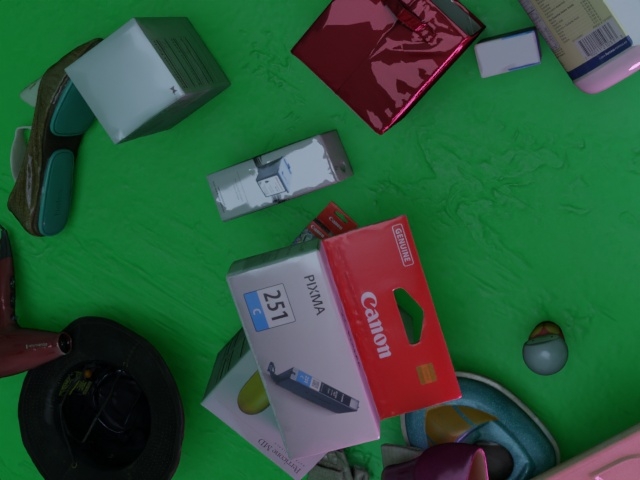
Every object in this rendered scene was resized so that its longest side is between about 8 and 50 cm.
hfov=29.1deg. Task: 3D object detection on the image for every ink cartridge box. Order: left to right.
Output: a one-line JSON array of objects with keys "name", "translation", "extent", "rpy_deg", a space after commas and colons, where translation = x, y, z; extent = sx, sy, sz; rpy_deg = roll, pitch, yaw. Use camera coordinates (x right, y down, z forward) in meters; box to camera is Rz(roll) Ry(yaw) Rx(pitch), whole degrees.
[{"name": "ink cartridge box", "translation": [-0.060, -0.100, 1.889], "extent": [0.190, 0.139, 0.082], "rpy_deg": [-21, 93, 14]}, {"name": "ink cartridge box", "translation": [0.000, 0.000, 1.951], "extent": [0.063, 0.029, 0.115], "rpy_deg": [42, 106, 1]}, {"name": "ink cartridge box", "translation": [0.037, 0.139, 1.732], "extent": [0.261, 0.066, 0.296], "rpy_deg": [-16, 105, 8]}, {"name": "ink cartridge box", "translation": [0.276, -0.277, 1.800], "extent": [0.088, 0.122, 0.052], "rpy_deg": [-12, 101, 14]}]

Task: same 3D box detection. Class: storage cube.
[{"name": "storage cube", "translation": [0.100, -0.294, 1.789], "extent": [0.183, 0.215, 0.193], "rpy_deg": [43, 111, 1]}]

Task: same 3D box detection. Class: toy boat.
[{"name": "toy boat", "translation": [0.271, 0.259, 1.882], "extent": [0.267, 0.148, 0.318], "rpy_deg": [34, 105, 4]}]

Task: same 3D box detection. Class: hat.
[{"name": "hat", "translation": [-0.329, 0.288, 2.010], "extent": [0.331, 0.134, 0.331], "rpy_deg": [-4, 80, 27]}]

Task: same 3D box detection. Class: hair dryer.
[{"name": "hair dryer", "translation": [-0.526, 0.118, 2.018], "extent": [0.293, 0.080, 0.224], "rpy_deg": [33, 107, 22]}]

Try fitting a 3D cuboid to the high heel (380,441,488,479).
[{"name": "high heel", "translation": [0.222, 0.484, 1.801], "extent": [0.181, 0.127, 0.377], "rpy_deg": [-25, 89, 43]}]

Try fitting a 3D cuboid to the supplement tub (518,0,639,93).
[{"name": "supplement tub", "translation": [0.375, -0.393, 1.699], "extent": [0.235, 0.235, 0.325], "rpy_deg": [-34, 92, 15]}]

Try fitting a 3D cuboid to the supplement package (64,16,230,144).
[{"name": "supplement package", "translation": [-0.253, -0.245, 1.848], "extent": [0.139, 0.244, 0.134], "rpy_deg": [-33, 92, 14]}]

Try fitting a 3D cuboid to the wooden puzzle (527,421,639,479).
[{"name": "wooden puzzle", "translation": [0.472, 0.399, 1.826], "extent": [0.322, 0.080, 0.348], "rpy_deg": [39, 122, -20]}]

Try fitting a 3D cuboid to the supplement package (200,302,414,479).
[{"name": "supplement package", "translation": [-0.015, 0.182, 1.885], "extent": [0.199, 0.198, 0.263], "rpy_deg": [40, 105, -9]}]

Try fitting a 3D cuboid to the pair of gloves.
[{"name": "pair of gloves", "translation": [0.086, 0.414, 1.972], "extent": [0.240, 0.042, 0.204], "rpy_deg": [-5, 104, 36]}]

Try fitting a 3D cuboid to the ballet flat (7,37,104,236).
[{"name": "ballet flat", "translation": [-0.436, -0.176, 1.981], "extent": [0.124, 0.116, 0.342], "rpy_deg": [26, 109, 26]}]
